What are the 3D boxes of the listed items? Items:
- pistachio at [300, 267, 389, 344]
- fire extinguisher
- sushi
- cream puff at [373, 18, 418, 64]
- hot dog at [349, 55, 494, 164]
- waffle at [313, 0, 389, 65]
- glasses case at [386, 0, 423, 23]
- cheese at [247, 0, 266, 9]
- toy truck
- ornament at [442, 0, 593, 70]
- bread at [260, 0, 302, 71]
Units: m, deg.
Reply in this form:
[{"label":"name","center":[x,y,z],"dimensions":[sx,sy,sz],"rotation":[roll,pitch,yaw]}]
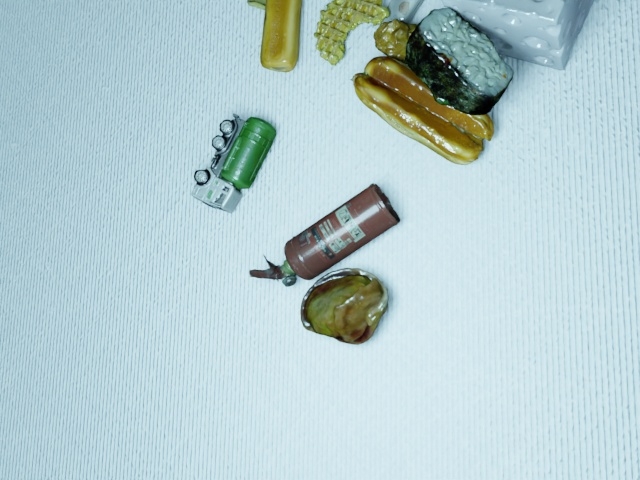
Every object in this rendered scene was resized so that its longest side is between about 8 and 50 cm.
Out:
[{"label":"pistachio","center":[0.046,0.144,1.474],"dimensions":[0.210,0.130,0.165],"rotation":[-21,76,26]},{"label":"fire extinguisher","center":[0.000,0.000,1.508],"dimensions":[0.336,0.147,0.107],"rotation":[-34,56,12]},{"label":"sushi","center":[0.273,-0.352,1.389],"dimensions":[0.225,0.127,0.124],"rotation":[45,70,7]},{"label":"cream puff","center":[0.179,-0.446,1.538],"dimensions":[0.122,0.116,0.094],"rotation":[41,109,8]},{"label":"hot dog","center":[0.213,-0.286,1.495],"dimensions":[0.337,0.100,0.135],"rotation":[34,92,14]},{"label":"waffle","center":[0.068,-0.507,1.621],"dimensions":[0.194,0.051,0.149],"rotation":[-28,70,24]},{"label":"glasses case","center":[0.210,-0.569,1.585],"dimensions":[0.063,0.041,0.164],"rotation":[37,96,26]},{"label":"cheese","center":[-0.147,-0.607,1.747],"dimensions":[0.083,0.030,0.044],"rotation":[26,69,29]},{"label":"toy truck","center":[-0.204,-0.186,1.656],"dimensions":[0.124,0.101,0.243],"rotation":[27,88,12]},{"label":"ornament","center":[0.413,-0.521,1.386],"dimensions":[0.239,0.239,0.240],"rotation":[24,90,25]},{"label":"bread","center":[-0.091,-0.527,1.684],"dimensions":[0.092,0.074,0.240],"rotation":[3,81,16]}]
